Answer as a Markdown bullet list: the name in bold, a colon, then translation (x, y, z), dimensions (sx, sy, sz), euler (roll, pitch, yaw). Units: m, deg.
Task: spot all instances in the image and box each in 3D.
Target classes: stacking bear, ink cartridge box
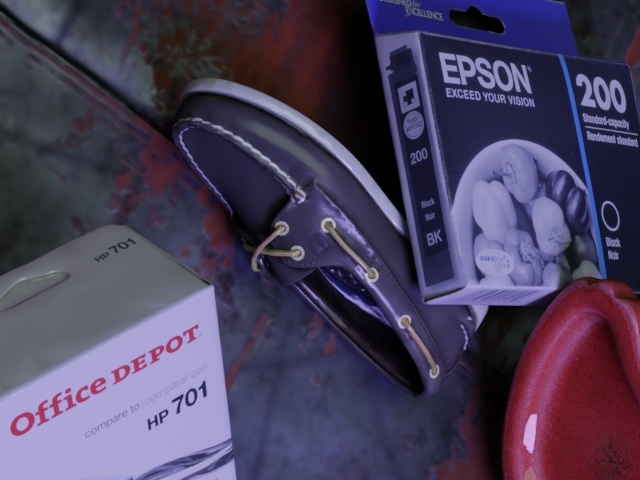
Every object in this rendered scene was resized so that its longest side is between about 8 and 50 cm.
- **stacking bear**: translation (0.263, 0.115, 1.195), dimensions (0.289, 0.164, 0.175), euler (-6, 51, -41)
- **ink cartridge box**: translation (0.118, -0.064, 1.165), dimensions (0.206, 0.045, 0.208), euler (2, 72, -47)
- **ink cartridge box**: translation (-0.119, 0.109, 0.968), dimensions (0.140, 0.082, 0.190), euler (-29, 133, -30)

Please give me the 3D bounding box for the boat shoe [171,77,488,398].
- **boat shoe**: translation (0.000, 0.000, 1.107), dimensions (0.228, 0.081, 0.068), euler (40, 60, -20)
